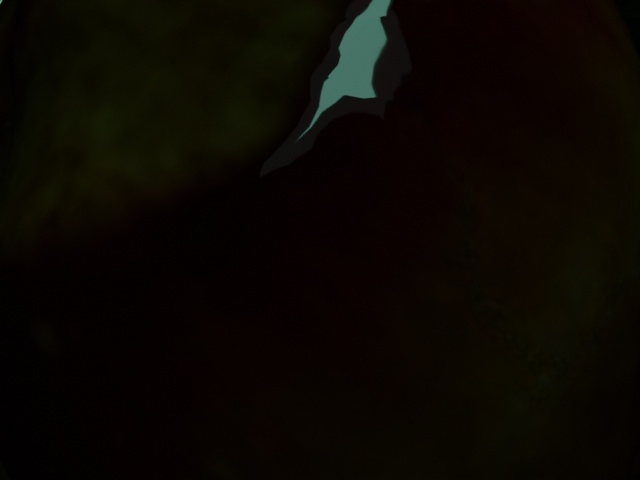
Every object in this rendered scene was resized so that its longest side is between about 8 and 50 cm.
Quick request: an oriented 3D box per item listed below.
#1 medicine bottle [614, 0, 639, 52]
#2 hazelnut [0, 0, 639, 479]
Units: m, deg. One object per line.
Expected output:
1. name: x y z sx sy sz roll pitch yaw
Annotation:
1. medicine bottle: 0.155 -0.190 0.721 0.384 0.224 0.224 -6 40 -15
2. hazelnut: 0.000 0.000 0.486 0.217 0.217 0.251 -6 16 -17
